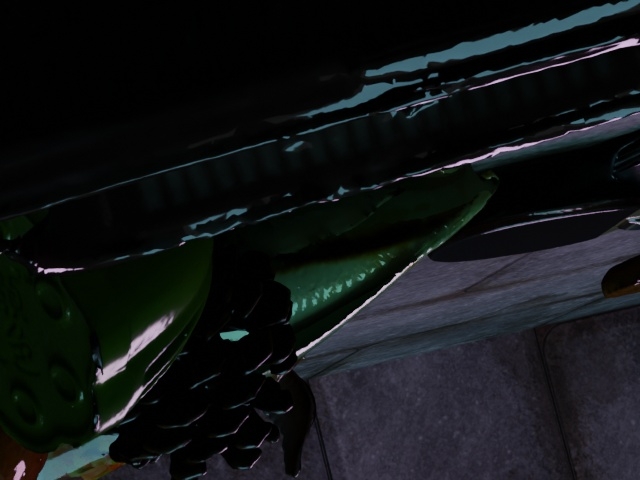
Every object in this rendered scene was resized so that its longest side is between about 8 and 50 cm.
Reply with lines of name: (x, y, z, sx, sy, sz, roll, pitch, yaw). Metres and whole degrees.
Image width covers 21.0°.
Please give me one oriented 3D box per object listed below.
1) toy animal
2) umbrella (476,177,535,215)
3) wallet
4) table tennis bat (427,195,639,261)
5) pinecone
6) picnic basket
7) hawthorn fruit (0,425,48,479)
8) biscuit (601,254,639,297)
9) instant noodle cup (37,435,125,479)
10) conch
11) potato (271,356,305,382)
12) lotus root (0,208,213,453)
toy animal: (-0.068, 0.127, 1.968, 0.160, 0.272, 0.197, 11, 122, -31)
umbrella: (0.061, -0.016, 1.492, 0.269, 0.044, 0.044, -13, 138, -10)
wallet: (0.272, -0.056, 1.560, 0.318, 0.045, 0.172, -23, 169, 42)
table tennis bat: (0.244, -0.015, 1.542, 0.301, 0.022, 0.173, -9, 170, -11)
pinecone: (-0.088, 0.083, 1.117, 0.163, 0.163, 0.165, -15, 133, 4)
picnic basket: (-0.003, -0.085, 0.610, 0.296, 0.129, 0.222, -15, 173, 12)
hawthorn fruit: (-0.329, 0.179, 1.390, 0.207, 0.243, 0.207, 16, -157, -7)
biscuit: (0.395, 0.005, 1.683, 0.262, 0.037, 0.262, -16, 174, -2)
instant noodle cup: (-0.271, 0.176, 1.743, 0.232, 0.207, 0.207, -22, 171, 5)
conch: (-0.011, 0.001, 1.225, 0.250, 0.143, 0.137, -32, -156, 24)
potato: (-0.103, 0.081, 1.522, 0.191, 0.141, 0.296, -10, 176, 14)
lotus root: (-0.124, 0.008, 0.989, 0.186, 0.186, 0.186, -14, 172, -2)
